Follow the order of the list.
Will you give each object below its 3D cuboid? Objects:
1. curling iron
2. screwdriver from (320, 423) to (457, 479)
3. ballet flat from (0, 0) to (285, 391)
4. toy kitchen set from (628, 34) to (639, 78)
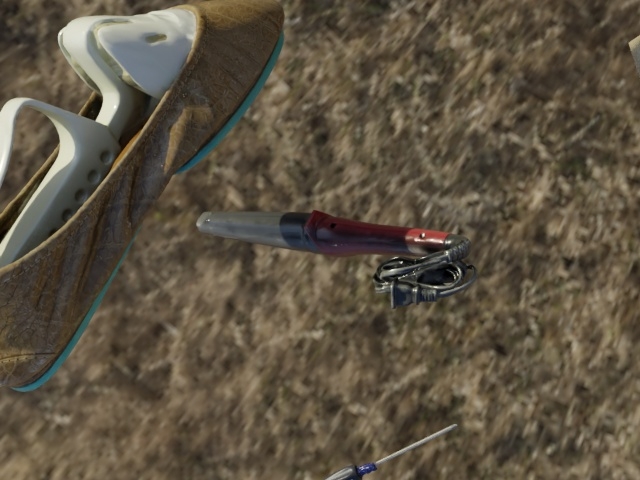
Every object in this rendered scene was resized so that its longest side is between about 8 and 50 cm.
[{"bbox_3d":[0.000,0.000,1.066,0.274,0.068,0.035,14,124,47],"label":"curling iron"},{"bbox_3d":[0.071,0.235,1.592,0.170,0.024,0.025,-23,79,14],"label":"screwdriver"},{"bbox_3d":[-0.148,-0.065,0.985,0.116,0.342,0.124,10,149,51],"label":"ballet flat"},{"bbox_3d":[0.350,-0.173,1.411,0.083,0.068,0.075,-36,65,59],"label":"toy kitchen set"}]
